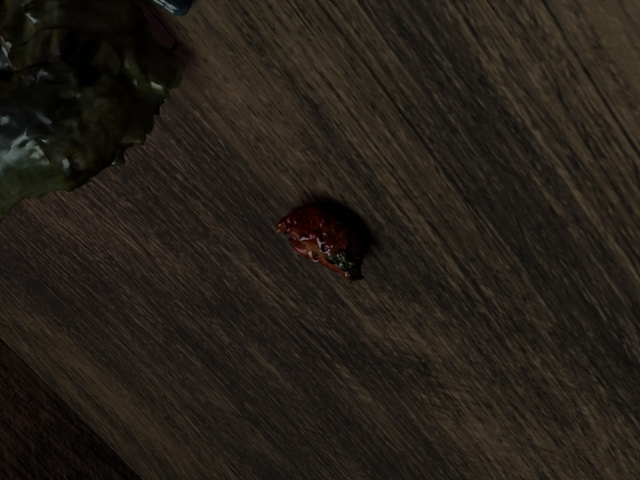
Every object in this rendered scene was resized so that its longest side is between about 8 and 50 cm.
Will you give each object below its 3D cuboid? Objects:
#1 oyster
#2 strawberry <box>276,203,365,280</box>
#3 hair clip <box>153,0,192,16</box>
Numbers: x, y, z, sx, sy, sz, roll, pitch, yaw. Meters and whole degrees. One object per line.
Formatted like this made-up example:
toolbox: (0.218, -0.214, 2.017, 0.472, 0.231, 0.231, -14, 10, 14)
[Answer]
oyster: (-0.295, -0.113, 1.619, 0.198, 0.337, 0.133, 47, -164, 5)
strawberry: (0.002, -0.003, 1.728, 0.104, 0.048, 0.152, 42, 175, -28)
hair clip: (-0.235, -0.275, 1.546, 0.275, 0.048, 0.083, 30, 155, 21)
